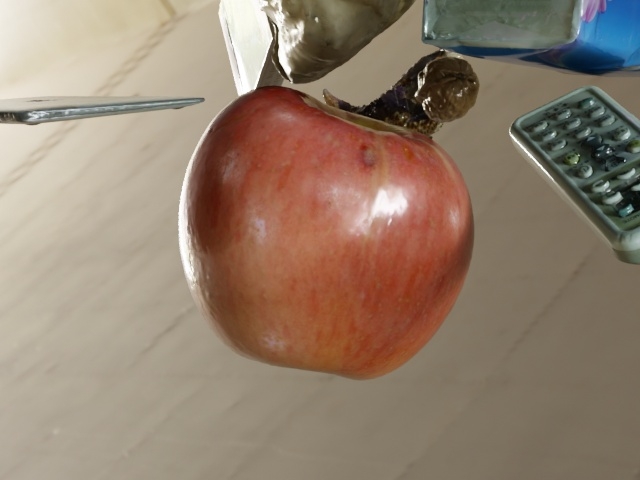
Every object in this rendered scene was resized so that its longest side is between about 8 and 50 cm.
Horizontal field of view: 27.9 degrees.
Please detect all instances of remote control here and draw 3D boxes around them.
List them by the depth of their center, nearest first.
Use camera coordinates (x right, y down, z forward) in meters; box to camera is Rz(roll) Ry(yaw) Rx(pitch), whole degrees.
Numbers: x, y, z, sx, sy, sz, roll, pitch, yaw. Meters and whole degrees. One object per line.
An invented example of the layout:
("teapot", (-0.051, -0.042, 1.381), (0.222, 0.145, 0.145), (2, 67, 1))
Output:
("remote control", (0.327, -0.077, 1.460), (0.128, 0.066, 0.335), (-24, -150, -1))

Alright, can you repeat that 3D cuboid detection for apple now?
("apple", (0.000, 0.000, 1.570), (0.364, 0.364, 0.364), (-29, -162, 11))

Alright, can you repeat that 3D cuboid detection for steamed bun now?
("steamed bun", (0.004, -0.384, 1.556), (0.230, 0.372, 0.325), (-21, -160, -6))

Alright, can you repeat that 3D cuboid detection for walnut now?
("walnut", (0.159, -0.191, 1.634), (0.082, 0.079, 0.096), (-8, 171, -18))

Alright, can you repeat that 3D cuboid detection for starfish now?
("starfish", (0.095, -0.184, 1.786), (0.238, 0.071, 0.216), (-40, -150, -10))

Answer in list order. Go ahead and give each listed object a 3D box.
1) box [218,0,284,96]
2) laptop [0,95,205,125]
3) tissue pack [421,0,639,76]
("box", (-0.097, -0.331, 1.946), (0.051, 0.205, 0.365), (-12, 169, -13))
("laptop", (-0.255, -0.121, 1.176), (0.187, 0.015, 0.269), (-12, -168, -40))
("tissue pack", (0.266, -0.257, 1.393), (0.198, 0.146, 0.263), (9, -173, 40))
